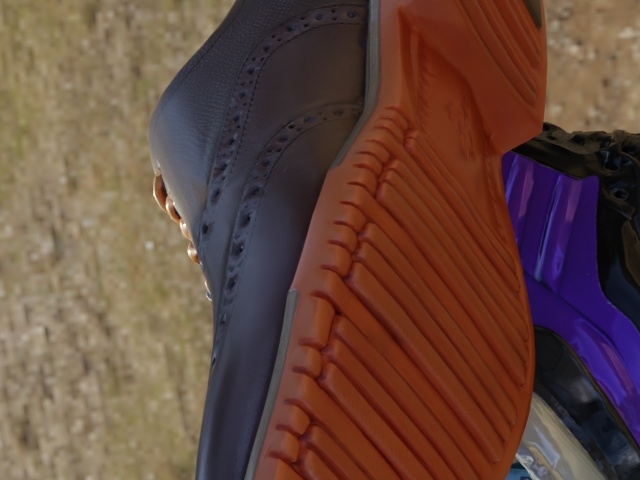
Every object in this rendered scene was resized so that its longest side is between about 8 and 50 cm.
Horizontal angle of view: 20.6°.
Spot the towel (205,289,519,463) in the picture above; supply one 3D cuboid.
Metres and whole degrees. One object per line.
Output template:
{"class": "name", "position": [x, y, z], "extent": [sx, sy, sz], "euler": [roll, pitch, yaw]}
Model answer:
{"class": "towel", "position": [0.070, 0.078, 1.258], "extent": [0.282, 0.187, 0.049], "euler": [27, 107, 34]}

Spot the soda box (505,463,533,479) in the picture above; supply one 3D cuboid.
{"class": "soda box", "position": [0.064, 0.166, 1.209], "extent": [0.058, 0.183, 0.063], "euler": [-103, 21, -71]}

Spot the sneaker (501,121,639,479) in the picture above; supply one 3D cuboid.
{"class": "sneaker", "position": [0.097, -0.010, 0.813], "extent": [0.293, 0.146, 0.102], "euler": [54, -177, 36]}

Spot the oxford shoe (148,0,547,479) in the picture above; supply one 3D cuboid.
{"class": "oxford shoe", "position": [0.000, 0.000, 0.656], "extent": [0.130, 0.132, 0.364], "euler": [56, -147, -34]}
